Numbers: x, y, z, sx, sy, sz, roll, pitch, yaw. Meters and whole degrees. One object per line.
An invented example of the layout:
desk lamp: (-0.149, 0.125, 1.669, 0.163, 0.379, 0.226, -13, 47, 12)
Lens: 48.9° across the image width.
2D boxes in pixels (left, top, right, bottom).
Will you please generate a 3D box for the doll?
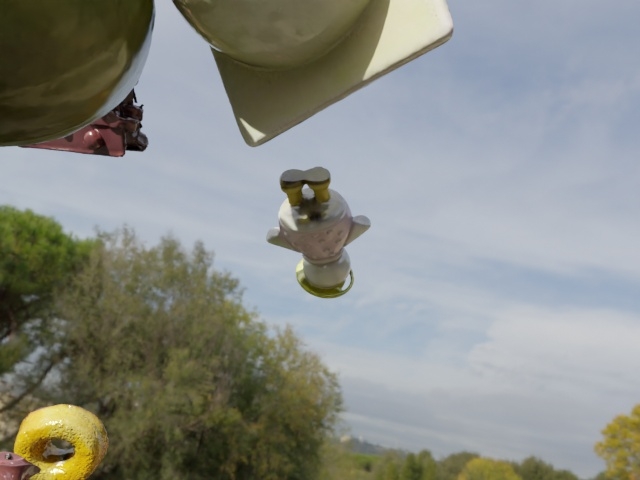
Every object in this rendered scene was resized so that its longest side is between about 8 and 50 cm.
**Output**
doll: (0.000, 0.000, 0.863, 0.129, 0.081, 0.207, -7, -45, 6)

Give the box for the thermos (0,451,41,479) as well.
thermos: (-0.475, 0.452, 0.953, 0.136, 0.330, 0.109, 2, -34, -7)

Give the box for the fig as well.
fig: (-0.294, -0.206, 0.537, 0.316, 0.316, 0.316, 11, -17, 4)

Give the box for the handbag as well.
handbag: (-0.326, -0.209, 0.893, 0.216, 0.074, 0.203, 10, -61, 28)

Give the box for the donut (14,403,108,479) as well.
donut: (-0.429, 0.341, 1.154, 0.152, 0.152, 0.058, 14, 17, -6)

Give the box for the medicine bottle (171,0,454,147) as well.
medicine bottle: (-0.046, -0.311, 0.624, 0.236, 0.406, 0.236, -19, -6, -2)
